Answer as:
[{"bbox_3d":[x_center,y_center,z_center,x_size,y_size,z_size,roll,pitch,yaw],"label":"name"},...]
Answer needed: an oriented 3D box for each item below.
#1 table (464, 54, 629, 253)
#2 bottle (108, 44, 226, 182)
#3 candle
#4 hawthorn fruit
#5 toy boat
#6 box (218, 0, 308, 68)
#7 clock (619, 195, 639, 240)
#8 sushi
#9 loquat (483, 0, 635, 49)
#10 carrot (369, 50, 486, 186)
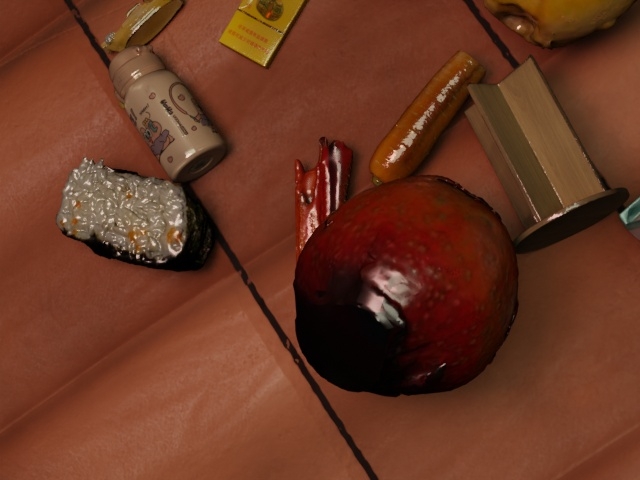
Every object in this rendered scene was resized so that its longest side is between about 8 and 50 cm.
[{"bbox_3d":[0.288,-0.120,1.234,0.167,0.167,0.226,-25,74,6],"label":"table"},{"bbox_3d":[-0.236,-0.190,1.353,0.209,0.097,0.110,55,132,11],"label":"bottle"},{"bbox_3d":[0.000,0.000,1.312,0.084,0.059,0.301,1,85,19],"label":"candle"},{"bbox_3d":[0.108,0.064,1.166,0.316,0.316,0.316,-1,85,9],"label":"hawthorn fruit"},{"bbox_3d":[-0.272,-0.337,1.395,0.149,0.047,0.049,-43,66,1],"label":"toy boat"},{"bbox_3d":[-0.078,-0.345,1.375,0.087,0.023,0.155,31,90,13],"label":"box"},{"bbox_3d":[0.528,-0.082,1.146,0.262,0.231,0.116,-43,83,3],"label":"clock"},{"bbox_3d":[-0.266,-0.029,1.325,0.225,0.126,0.136,19,88,12],"label":"sushi"},{"bbox_3d":[0.326,-0.380,1.208,0.244,0.244,0.243,-1,85,9],"label":"loquat"},{"bbox_3d":[0.146,-0.168,1.300,0.067,0.067,0.225,37,89,11],"label":"carrot"}]
